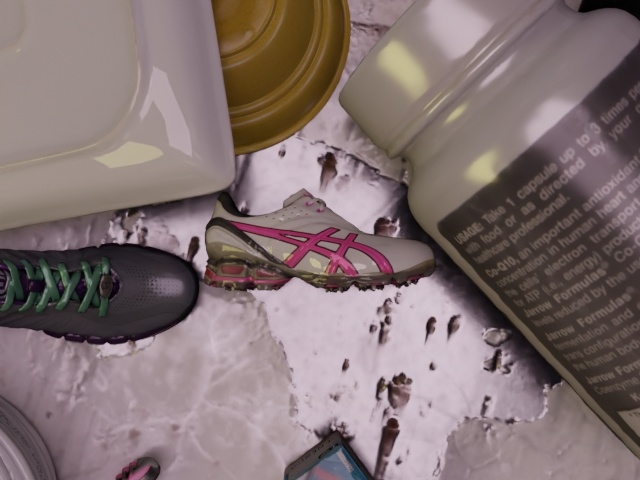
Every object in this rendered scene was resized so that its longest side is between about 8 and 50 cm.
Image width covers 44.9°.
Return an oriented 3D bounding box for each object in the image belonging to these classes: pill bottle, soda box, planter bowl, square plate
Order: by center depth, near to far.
[{"bbox_3d":[0.194,-0.027,0.550,0.204,0.204,0.361,-43,89,-2],"label":"pill bottle"},{"bbox_3d":[-0.247,-0.181,0.576,0.343,0.049,0.348,-9,87,18],"label":"square plate"},{"bbox_3d":[0.046,0.244,0.607,0.058,0.063,0.183,-37,89,-3],"label":"soda box"},{"bbox_3d":[-0.082,-0.181,0.609,0.217,0.090,0.217,0,88,-1],"label":"planter bowl"}]

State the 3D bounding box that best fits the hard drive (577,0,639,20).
[{"bbox_3d":[0.309,-0.313,0.545,0.064,0.237,0.339,35,89,12],"label":"hard drive"}]

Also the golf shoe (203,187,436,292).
[{"bbox_3d":[0.000,0.000,0.614,0.185,0.067,0.086,2,86,-1],"label":"golf shoe"}]

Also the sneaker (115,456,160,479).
[{"bbox_3d":[-0.157,0.229,0.618,0.057,0.047,0.119,35,95,-6],"label":"sneaker"}]

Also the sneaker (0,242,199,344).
[{"bbox_3d":[-0.209,0.043,0.594,0.223,0.098,0.083,-1,88,-1],"label":"sneaker"}]

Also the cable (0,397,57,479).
[{"bbox_3d":[-0.329,0.226,0.591,0.256,0.089,0.257,6,86,-1],"label":"cable"}]
